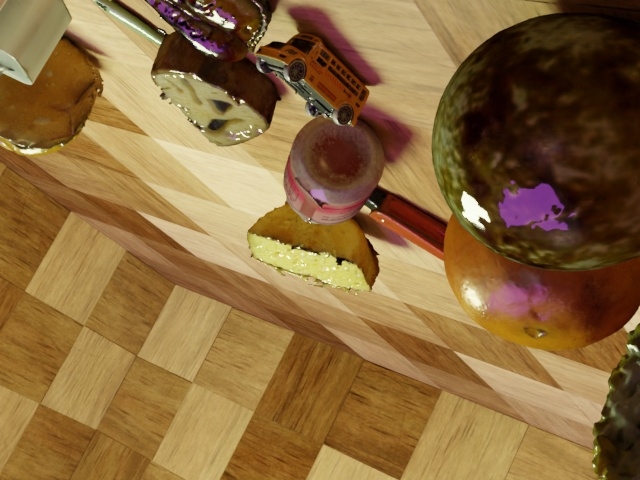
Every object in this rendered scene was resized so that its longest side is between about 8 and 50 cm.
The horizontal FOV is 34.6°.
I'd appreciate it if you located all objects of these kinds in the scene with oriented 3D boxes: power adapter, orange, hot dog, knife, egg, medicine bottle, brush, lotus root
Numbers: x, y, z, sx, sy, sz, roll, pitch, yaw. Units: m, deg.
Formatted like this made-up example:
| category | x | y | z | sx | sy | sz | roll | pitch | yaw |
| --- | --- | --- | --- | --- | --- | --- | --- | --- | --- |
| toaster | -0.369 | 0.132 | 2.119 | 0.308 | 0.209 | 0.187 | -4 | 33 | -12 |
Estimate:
| category | x | y | z | sx | sy | sz | roll | pitch | yaw |
| --- | --- | --- | --- | --- | --- | --- | --- | --- | --- |
| power adapter | -0.513 | -0.318 | 1.655 | 0.125 | 0.205 | 0.130 | 26 | 166 | 6 |
| orange | 0.284 | 0.016 | 1.286 | 0.261 | 0.261 | 0.261 | 26 | 167 | 6 |
| hot dog | -0.176 | -0.316 | 1.261 | 0.270 | 0.082 | 0.162 | 34 | 164 | -24 |
| knife | -0.225 | -0.295 | 1.579 | 0.293 | 0.020 | 0.043 | 32 | 165 | -25 |
| egg | 0.244 | -0.089 | 0.946 | 0.289 | 0.238 | 0.238 | 4 | 157 | 32 |
| medicine bottle | 0.013 | -0.099 | 1.590 | 0.147 | 0.147 | 0.247 | 28 | 168 | -1 |
| brush | 0.188 | -0.008 | 1.792 | 0.323 | 0.051 | 0.070 | 29 | 165 | -6 |
| lotus root | -0.151 | -0.221 | 1.566 | 0.170 | 0.074 | 0.261 | 5 | 157 | 30 |

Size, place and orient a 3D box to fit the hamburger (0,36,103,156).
| category | x | y | z | sx | sy | sz | roll | pitch | yaw |
| --- | --- | --- | --- | --- | --- | --- | --- | --- | --- |
| hamburger | -0.519 | -0.267 | 1.840 | 0.244 | 0.244 | 0.163 | 30 | 167 | -12 |

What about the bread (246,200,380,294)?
| category | x | y | z | sx | sy | sz | roll | pitch | yaw |
| --- | --- | --- | --- | --- | --- | --- | --- | --- | --- |
| bread | -0.003 | 0.000 | 2.028 | 0.260 | 0.147 | 0.160 | 15 | 154 | 23 |

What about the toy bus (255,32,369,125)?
| category | x | y | z | sx | sy | sz | roll | pitch | yaw |
| --- | --- | --- | --- | --- | --- | --- | --- | --- | --- |
| toy bus | -0.008 | -0.214 | 1.333 | 0.069 | 0.074 | 0.162 | 25 | 172 | 45 |

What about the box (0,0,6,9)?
| category | x | y | z | sx | sy | sz | roll | pitch | yaw |
| --- | --- | --- | --- | --- | --- | --- | --- | --- | --- |
| box | -0.582 | -0.404 | 1.459 | 0.274 | 0.203 | 0.116 | 34 | 166 | -28 |

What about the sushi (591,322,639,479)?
| category | x | y | z | sx | sy | sz | roll | pitch | yaw |
| --- | --- | --- | --- | --- | --- | --- | --- | --- | --- |
| sushi | 0.540 | 0.222 | 1.232 | 0.240 | 0.397 | 0.351 | 38 | 158 | -30 |
